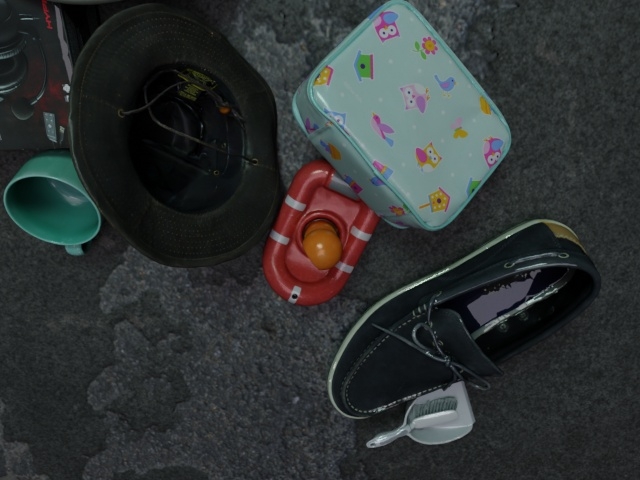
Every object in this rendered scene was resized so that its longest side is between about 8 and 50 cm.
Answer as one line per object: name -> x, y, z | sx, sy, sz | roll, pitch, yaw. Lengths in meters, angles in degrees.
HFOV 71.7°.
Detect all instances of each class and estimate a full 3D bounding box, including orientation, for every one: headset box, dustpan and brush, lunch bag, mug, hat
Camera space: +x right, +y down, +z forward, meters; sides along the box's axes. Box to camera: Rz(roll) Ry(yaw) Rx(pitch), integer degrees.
headset box -> -0.458, -0.235, 0.610 | 0.293, 0.110, 0.218 | -2, 109, 1
dustpan and brush -> 0.186, 0.342, 0.840 | 0.211, 0.060, 0.147 | -18, 108, 6
lunch bag -> 0.119, -0.162, 0.612 | 0.279, 0.108, 0.224 | 44, 75, -17
mug -> -0.388, -0.064, 0.671 | 0.130, 0.097, 0.158 | 28, 126, -26
hat -> -0.203, -0.128, 0.607 | 0.134, 0.331, 0.331 | -3, 114, 41

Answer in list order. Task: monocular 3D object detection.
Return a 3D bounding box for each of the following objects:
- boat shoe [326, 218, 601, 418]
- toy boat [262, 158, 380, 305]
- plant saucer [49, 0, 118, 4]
boat shoe -> 0.214, 0.152, 0.726 | 0.500, 0.156, 0.186 | -36, 107, 13
toy boat -> 0.000, 0.000, 0.672 | 0.151, 0.151, 0.231 | 23, 107, -8
plant saucer -> -0.276, -0.474, 0.472 | 0.401, 0.100, 0.400 | 0, 90, 1
